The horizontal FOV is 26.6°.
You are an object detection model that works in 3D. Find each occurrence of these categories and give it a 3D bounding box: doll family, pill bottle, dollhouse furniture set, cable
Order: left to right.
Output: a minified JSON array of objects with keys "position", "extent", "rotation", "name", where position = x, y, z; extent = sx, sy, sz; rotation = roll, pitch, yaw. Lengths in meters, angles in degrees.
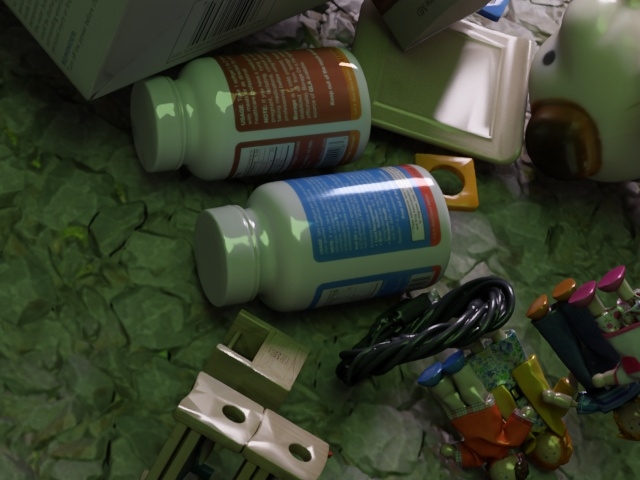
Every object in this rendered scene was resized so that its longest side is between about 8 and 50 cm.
[{"position":[-0.065,0.177,1.167],"extent":[0.129,0.129,0.183],"rotation":[31,26,0],"name":"dollhouse furniture set"},{"position":[-0.070,-0.123,1.323],"extent":[0.216,0.121,0.121],"rotation":[-8,63,-23],"name":"pill bottle"},{"position":[0.000,0.000,1.271],"extent":[0.221,0.124,0.124],"rotation":[-8,63,-24],"name":"pill bottle"},{"position":[0.096,0.088,1.238],"extent":[0.184,0.150,0.047],"rotation":[-28,101,-38],"name":"cable"},{"position":[0.229,0.128,1.238],"extent":[0.163,0.263,0.118],"rotation":[56,23,-8],"name":"doll family"}]

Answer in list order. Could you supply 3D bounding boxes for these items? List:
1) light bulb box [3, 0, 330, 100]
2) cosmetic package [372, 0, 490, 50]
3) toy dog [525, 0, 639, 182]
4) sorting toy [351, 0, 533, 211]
[{"position":[-0.167,-0.378,1.269],"extent":[0.358,0.225,0.361],"rotation":[-29,73,-40],"name":"light bulb box"},{"position":[0.081,-0.370,1.412],"extent":[0.129,0.153,0.296],"rotation":[-32,87,-28],"name":"cosmetic package"},{"position":[0.418,-0.148,1.389],"extent":[0.408,0.395,0.284],"rotation":[14,50,23],"name":"toy dog"},{"position":[0.125,-0.168,1.463],"extent":[0.196,0.047,0.347],"rotation":[15,56,-5],"name":"sorting toy"}]
